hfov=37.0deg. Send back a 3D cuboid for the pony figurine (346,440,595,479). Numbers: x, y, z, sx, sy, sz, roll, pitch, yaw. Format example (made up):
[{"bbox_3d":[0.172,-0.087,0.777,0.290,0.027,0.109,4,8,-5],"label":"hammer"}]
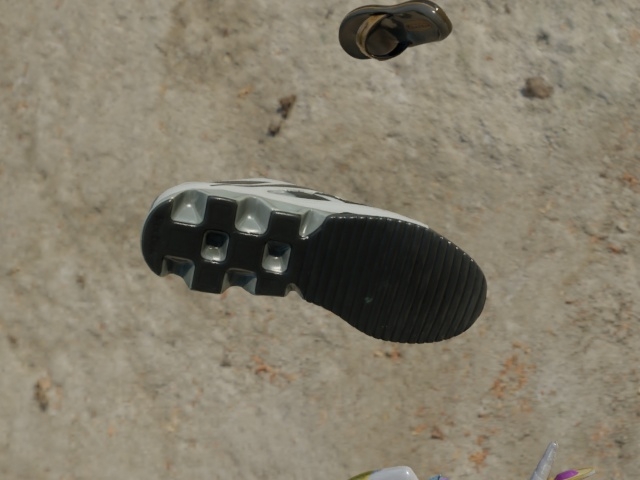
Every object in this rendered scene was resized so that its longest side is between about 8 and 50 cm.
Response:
[{"bbox_3d":[0.162,0.419,1.127,0.363,0.303,0.351,-10,96,16],"label":"pony figurine"}]

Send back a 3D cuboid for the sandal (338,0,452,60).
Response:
[{"bbox_3d":[0.096,-0.288,1.361,0.219,0.090,0.060,7,60,51],"label":"sandal"}]

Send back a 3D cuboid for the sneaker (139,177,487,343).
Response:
[{"bbox_3d":[0.000,0.000,0.926,0.146,0.330,0.122,-98,26,-70],"label":"sneaker"}]
